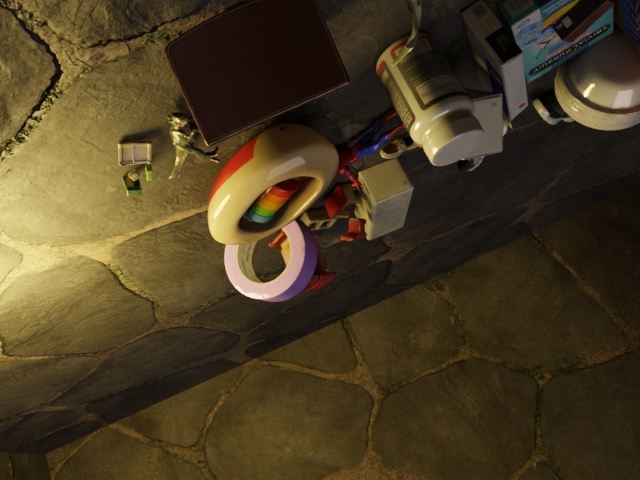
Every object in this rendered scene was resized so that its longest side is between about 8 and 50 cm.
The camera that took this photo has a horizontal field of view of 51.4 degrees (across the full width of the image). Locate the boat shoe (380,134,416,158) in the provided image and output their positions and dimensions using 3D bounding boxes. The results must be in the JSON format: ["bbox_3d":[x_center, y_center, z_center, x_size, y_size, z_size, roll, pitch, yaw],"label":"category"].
[{"bbox_3d":[0.236,-0.285,1.965,0.135,0.050,0.045,-27,158,-22],"label":"boat shoe"}]

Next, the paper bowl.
[{"bbox_3d":[0.806,-0.459,1.834,0.284,0.284,0.148,-23,158,-4],"label":"paper bowl"}]

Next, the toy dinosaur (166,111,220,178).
[{"bbox_3d":[-0.288,-0.222,1.512,0.118,0.064,0.268,-3,155,-13],"label":"toy dinosaur"}]

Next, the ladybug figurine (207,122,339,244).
[{"bbox_3d":[-0.141,-0.146,1.711,0.305,0.162,0.449,-3,150,-46],"label":"ladybug figurine"}]

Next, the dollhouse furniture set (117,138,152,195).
[{"bbox_3d":[-0.425,-0.179,1.516,0.076,0.059,0.152,-7,135,-22],"label":"dollhouse furniture set"}]

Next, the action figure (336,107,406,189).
[{"bbox_3d":[0.136,-0.247,1.872,0.280,0.092,0.139,-31,150,17],"label":"action figure"}]

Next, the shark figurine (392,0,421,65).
[{"bbox_3d":[0.124,-0.485,1.237,0.166,0.278,0.116,-48,-152,-19],"label":"shark figurine"}]

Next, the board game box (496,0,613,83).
[{"bbox_3d":[0.596,-0.554,1.661,0.253,0.079,0.336,-30,158,16],"label":"board game box"}]

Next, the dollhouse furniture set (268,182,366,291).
[{"bbox_3d":[0.000,0.000,2.170,0.152,0.201,0.374,-8,155,-37],"label":"dollhouse furniture set"}]

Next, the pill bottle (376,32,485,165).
[{"bbox_3d":[0.257,-0.325,1.546,0.161,0.283,0.161,-21,159,-8],"label":"pill bottle"}]

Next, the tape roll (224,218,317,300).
[{"bbox_3d":[-0.151,0.044,2.003,0.274,0.275,0.090,-31,158,17],"label":"tape roll"}]

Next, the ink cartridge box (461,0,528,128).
[{"bbox_3d":[0.442,-0.426,1.658,0.069,0.176,0.371,-32,159,7],"label":"ink cartridge box"}]

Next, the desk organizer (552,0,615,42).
[{"bbox_3d":[0.621,-0.530,1.568,0.050,0.047,0.130,-7,153,-44],"label":"desk organizer"}]

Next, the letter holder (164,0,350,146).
[{"bbox_3d":[-0.128,-0.344,1.308,0.301,0.215,0.152,-25,-169,-2],"label":"letter holder"}]

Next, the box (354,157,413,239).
[{"bbox_3d":[0.204,-0.130,2.193,0.147,0.121,0.311,-21,159,-9],"label":"box"}]

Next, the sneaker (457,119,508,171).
[{"bbox_3d":[0.485,-0.316,2.132,0.132,0.086,0.229,0,138,-39],"label":"sneaker"}]

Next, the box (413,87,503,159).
[{"bbox_3d":[0.349,-0.309,1.720,0.126,0.149,0.232,-15,-158,-21],"label":"box"}]

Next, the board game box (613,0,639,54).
[{"bbox_3d":[0.916,-0.589,1.537,0.356,0.356,0.356,-32,159,18],"label":"board game box"}]

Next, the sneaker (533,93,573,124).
[{"bbox_3d":[0.786,-0.452,2.101,0.268,0.101,0.153,-11,156,-46],"label":"sneaker"}]
